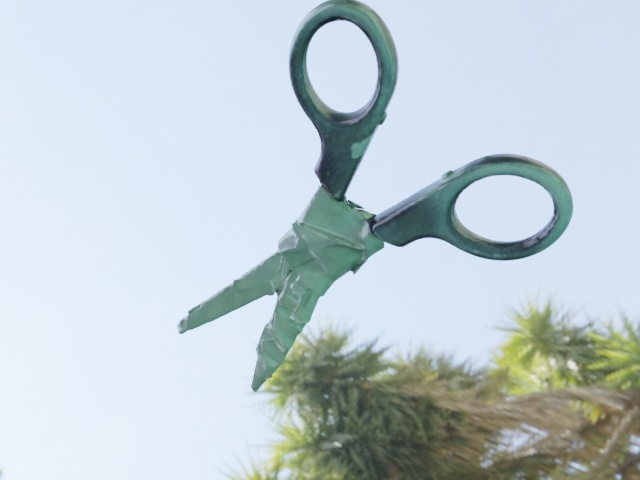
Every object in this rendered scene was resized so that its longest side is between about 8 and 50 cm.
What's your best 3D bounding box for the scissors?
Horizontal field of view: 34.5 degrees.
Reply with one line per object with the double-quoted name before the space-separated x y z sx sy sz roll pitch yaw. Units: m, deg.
"scissors" 0.000 0.000 0.870 0.256 0.383 0.029 42 -143 -4
